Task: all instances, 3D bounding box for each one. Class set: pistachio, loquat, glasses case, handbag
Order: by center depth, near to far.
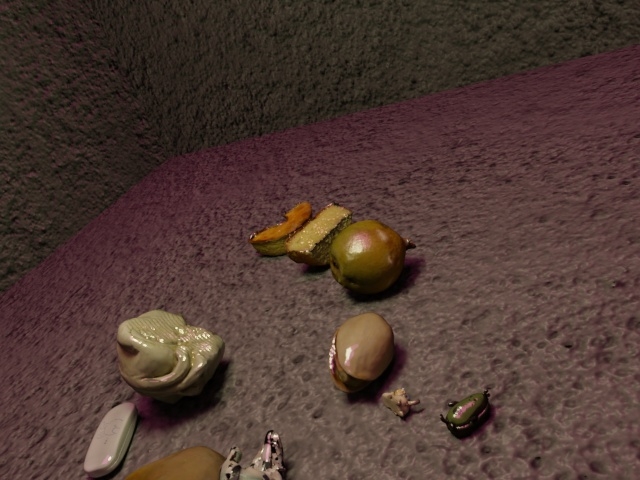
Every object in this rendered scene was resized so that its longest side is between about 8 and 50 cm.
[{"bbox_3d":[0.289,0.334,1.292,0.111,0.047,0.072,-34,27,-16],"label":"handbag"},{"bbox_3d":[-0.265,0.512,1.312,0.212,0.163,0.260,39,34,20],"label":"pistachio"},{"bbox_3d":[0.094,0.252,1.522,0.144,0.144,0.215,-8,27,31],"label":"pistachio"},{"bbox_3d":[-0.524,0.497,1.661,0.092,0.059,0.233,-20,24,12],"label":"glasses case"},{"bbox_3d":[0.148,0.039,1.835,0.246,0.213,0.213,-17,23,-12],"label":"loquat"}]

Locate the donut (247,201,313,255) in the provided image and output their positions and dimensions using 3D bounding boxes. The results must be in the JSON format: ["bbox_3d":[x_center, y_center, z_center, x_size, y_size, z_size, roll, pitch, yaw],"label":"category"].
[{"bbox_3d":[-0.111,-0.028,2.298,0.259,0.101,0.152,-32,27,-20],"label":"donut"}]

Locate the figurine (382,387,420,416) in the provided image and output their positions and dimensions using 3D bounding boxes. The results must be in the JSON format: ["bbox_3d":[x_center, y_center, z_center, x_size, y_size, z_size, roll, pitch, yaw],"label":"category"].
[{"bbox_3d":[0.171,0.340,1.399,0.050,0.047,0.083,-16,14,-21],"label":"figurine"}]

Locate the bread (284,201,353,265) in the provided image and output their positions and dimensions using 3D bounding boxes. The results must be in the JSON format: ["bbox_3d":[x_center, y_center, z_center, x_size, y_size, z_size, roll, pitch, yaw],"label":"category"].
[{"bbox_3d":[0.006,0.003,2.100,0.129,0.134,0.260,16,50,40],"label":"bread"}]

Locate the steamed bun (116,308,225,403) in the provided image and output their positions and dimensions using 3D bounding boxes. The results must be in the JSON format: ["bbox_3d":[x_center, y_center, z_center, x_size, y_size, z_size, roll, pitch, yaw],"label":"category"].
[{"bbox_3d":[-0.412,0.326,1.725,0.268,0.207,0.280,20,11,3],"label":"steamed bun"}]

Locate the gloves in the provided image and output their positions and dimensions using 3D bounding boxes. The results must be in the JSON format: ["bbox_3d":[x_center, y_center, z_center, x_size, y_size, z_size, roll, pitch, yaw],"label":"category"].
[{"bbox_3d":[-0.130,0.469,1.337,0.127,0.111,0.212,-22,-4,15],"label":"gloves"}]
